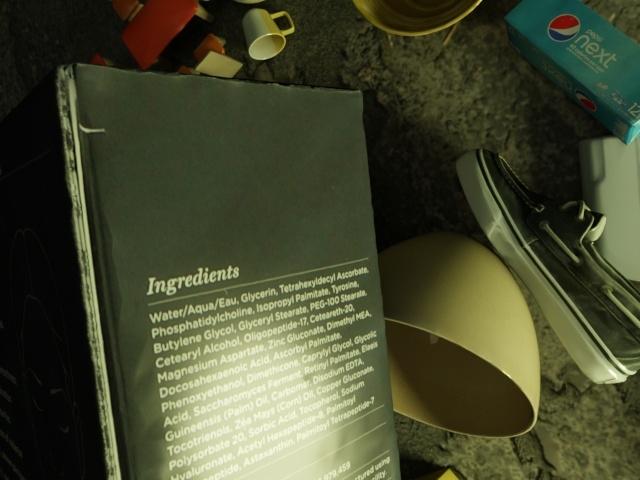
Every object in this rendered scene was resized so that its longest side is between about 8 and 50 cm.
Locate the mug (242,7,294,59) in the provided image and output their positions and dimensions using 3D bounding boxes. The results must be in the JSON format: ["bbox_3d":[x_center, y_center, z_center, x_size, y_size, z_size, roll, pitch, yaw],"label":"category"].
[{"bbox_3d":[-0.090,-0.338,0.849,0.062,0.078,0.064,-43,65,55],"label":"mug"}]

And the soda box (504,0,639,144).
[{"bbox_3d":[0.322,-0.217,0.633,0.071,0.067,0.210,-42,67,12],"label":"soda box"}]

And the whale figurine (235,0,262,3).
[{"bbox_3d":[-0.164,-0.488,0.811,0.272,0.141,0.216,33,109,18],"label":"whale figurine"}]

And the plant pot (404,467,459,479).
[{"bbox_3d":[0.141,0.456,0.754,0.212,0.212,0.187,-30,70,24],"label":"plant pot"}]

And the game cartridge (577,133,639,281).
[{"bbox_3d":[0.476,-0.044,0.619,0.297,0.062,0.198,-6,89,25],"label":"game cartridge"}]

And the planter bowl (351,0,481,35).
[{"bbox_3d":[0.146,-0.379,0.709,0.217,0.090,0.217,3,97,25],"label":"planter bowl"}]

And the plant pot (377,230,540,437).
[{"bbox_3d":[0.152,0.100,0.686,0.284,0.284,0.191,15,58,22],"label":"plant pot"}]

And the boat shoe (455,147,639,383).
[{"bbox_3d":[0.299,0.004,0.649,0.119,0.121,0.335,-41,69,31],"label":"boat shoe"}]

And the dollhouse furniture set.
[{"bbox_3d":[-0.309,-0.334,0.898,0.259,0.135,0.262,-39,80,23],"label":"dollhouse furniture set"}]

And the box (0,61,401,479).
[{"bbox_3d":[-0.190,0.107,0.602,0.480,0.297,0.471,-2,97,49],"label":"box"}]
